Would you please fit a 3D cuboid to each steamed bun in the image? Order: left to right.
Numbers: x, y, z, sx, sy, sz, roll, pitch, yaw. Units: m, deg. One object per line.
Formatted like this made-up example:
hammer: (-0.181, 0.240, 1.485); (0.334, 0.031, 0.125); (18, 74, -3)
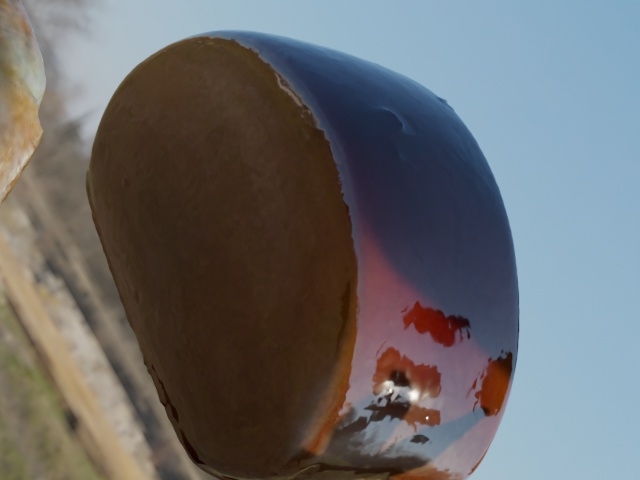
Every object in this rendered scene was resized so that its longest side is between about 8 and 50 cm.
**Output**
steamed bun: (0.000, 0.000, 1.394); (0.235, 0.248, 0.379); (12, 42, -43)

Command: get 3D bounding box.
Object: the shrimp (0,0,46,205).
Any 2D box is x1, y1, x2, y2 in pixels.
shrimp: (-0.224, -0.007, 0.615); (0.164, 0.317, 0.062); (38, -27, 8)
